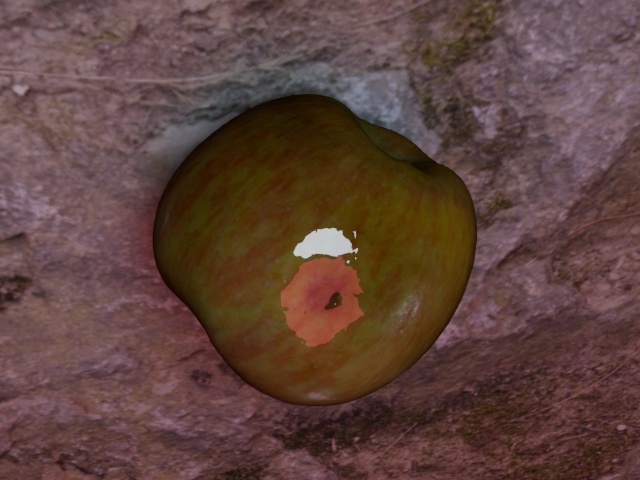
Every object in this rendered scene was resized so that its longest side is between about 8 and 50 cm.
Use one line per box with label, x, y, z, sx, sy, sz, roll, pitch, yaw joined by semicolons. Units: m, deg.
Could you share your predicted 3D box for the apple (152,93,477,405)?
apple;0.000;0.000;0.854;0.264;0.264;0.264;-8;134;-8
